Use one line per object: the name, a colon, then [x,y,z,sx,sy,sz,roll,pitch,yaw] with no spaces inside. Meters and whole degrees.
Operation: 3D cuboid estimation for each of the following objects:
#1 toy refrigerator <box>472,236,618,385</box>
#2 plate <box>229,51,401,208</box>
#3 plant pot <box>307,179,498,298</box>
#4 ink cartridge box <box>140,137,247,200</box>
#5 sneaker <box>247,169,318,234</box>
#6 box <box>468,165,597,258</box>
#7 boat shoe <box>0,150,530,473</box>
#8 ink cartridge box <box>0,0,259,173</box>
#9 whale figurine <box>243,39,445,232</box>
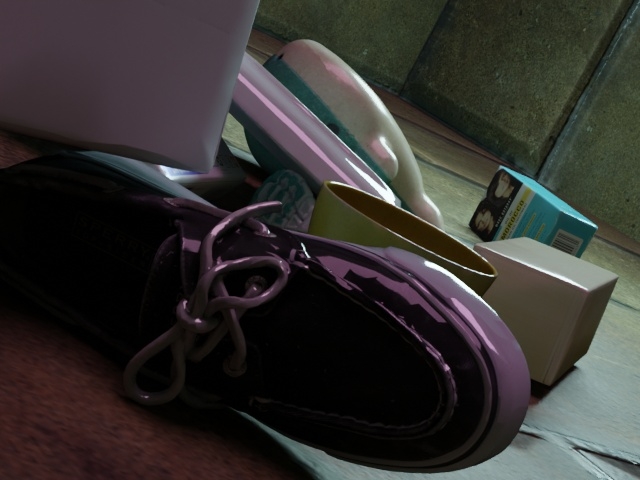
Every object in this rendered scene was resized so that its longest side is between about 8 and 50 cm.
toy refrigerator: [0.190,0.060,1.287,0.102,0.094,0.269,23,7,14]
plate: [-0.021,-0.090,1.306,0.277,0.045,0.278,44,0,-5]
plant pot: [0.040,0.032,0.986,0.134,0.095,0.134,27,10,-5]
ink cartridge box: [-0.155,-0.124,1.164,0.208,0.045,0.206,59,14,4]
sneaker: [0.000,0.000,1.204,0.076,0.065,0.166,42,1,-43]
box: [0.279,-0.019,1.925,0.060,0.100,0.244,24,10,-18]
boat shoe: [-0.049,0.029,0.708,0.306,0.113,0.105,29,15,24]
ink cartridge box: [-0.256,-0.161,0.712,0.385,0.160,0.279,15,3,26]
whale figurine: [0.022,-0.086,1.566,0.272,0.141,0.216,51,-1,-25]
